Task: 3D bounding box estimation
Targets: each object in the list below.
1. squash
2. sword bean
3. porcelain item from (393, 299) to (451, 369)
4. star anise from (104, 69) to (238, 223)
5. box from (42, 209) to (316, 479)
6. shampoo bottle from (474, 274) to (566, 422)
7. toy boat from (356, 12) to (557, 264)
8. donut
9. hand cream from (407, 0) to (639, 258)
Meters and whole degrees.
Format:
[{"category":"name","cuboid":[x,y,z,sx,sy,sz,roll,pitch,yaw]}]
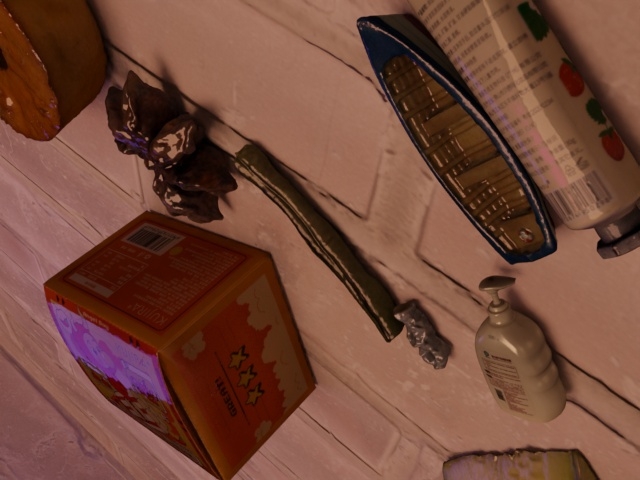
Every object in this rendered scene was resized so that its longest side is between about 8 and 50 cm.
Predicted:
[{"category":"squash","cuboid":[0.221,0.359,0.797,0.204,0.155,0.237,49,150,-4]},{"category":"sword bean","cuboid":[0.000,-0.001,0.791,0.269,0.038,0.043,49,124,0]},{"category":"porcelain item","cuboid":[0.109,0.103,0.771,0.083,0.028,0.036,54,146,-10]},{"category":"star anise","cuboid":[-0.181,-0.106,0.864,0.212,0.073,0.197,53,151,-12]},{"category":"box","cuboid":[-0.197,0.141,1.023,0.283,0.214,0.260,18,136,41]},{"category":"shampoo bottle","cuboid":[0.175,0.096,0.667,0.077,0.045,0.152,8,132,50]},{"category":"toy boat","cuboid":[0.108,-0.083,0.555,0.229,0.046,0.080,53,149,-7]},{"category":"donut","cuboid":[-0.375,-0.261,0.903,0.277,0.108,0.278,33,146,26]},{"category":"hand cream","cuboid":[0.134,-0.112,0.489,0.276,0.059,0.095,56,150,-2]}]
